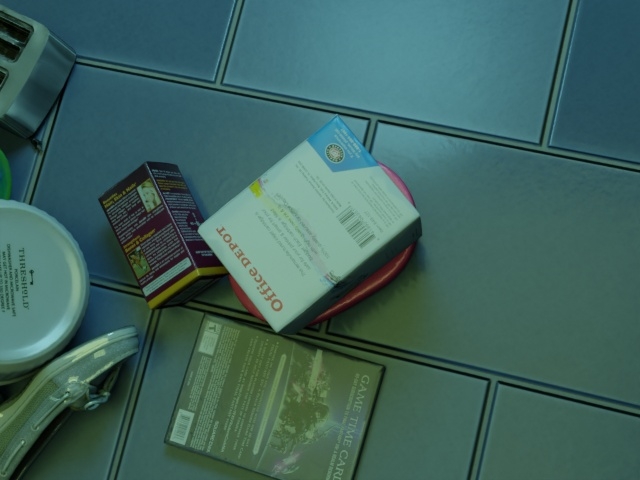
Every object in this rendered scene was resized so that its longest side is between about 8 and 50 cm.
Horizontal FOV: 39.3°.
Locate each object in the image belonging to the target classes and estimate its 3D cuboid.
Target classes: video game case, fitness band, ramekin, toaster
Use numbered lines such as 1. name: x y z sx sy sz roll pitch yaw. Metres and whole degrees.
1. video game case: -0.066 0.233 1.268 0.274 0.026 0.196 16 83 10
2. fitness band: 0.000 0.000 1.286 0.290 0.054 0.209 -31 77 3
3. ramekin: -0.445 0.066 1.228 0.272 0.127 0.273 6 79 -32
4. toaster: -0.483 -0.260 1.374 0.185 0.110 0.168 27 86 12

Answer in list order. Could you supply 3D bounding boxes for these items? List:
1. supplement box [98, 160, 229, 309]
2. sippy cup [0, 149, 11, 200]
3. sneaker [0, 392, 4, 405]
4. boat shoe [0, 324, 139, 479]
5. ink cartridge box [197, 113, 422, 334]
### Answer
1. supplement box: -0.226 -0.008 1.291 0.104 0.080 0.188 -33 76 24
2. sippy cup: -0.621 -0.095 1.318 0.224 0.240 0.306 29 76 23
3. sneaker: -0.642 0.251 1.301 0.319 0.127 0.208 -36 79 -9
4. boat shoe: -0.372 0.237 1.271 0.320 0.118 0.103 -39 87 5
5. ink cartridge box: -0.008 -0.011 1.178 0.232 0.168 0.171 -38 79 1
